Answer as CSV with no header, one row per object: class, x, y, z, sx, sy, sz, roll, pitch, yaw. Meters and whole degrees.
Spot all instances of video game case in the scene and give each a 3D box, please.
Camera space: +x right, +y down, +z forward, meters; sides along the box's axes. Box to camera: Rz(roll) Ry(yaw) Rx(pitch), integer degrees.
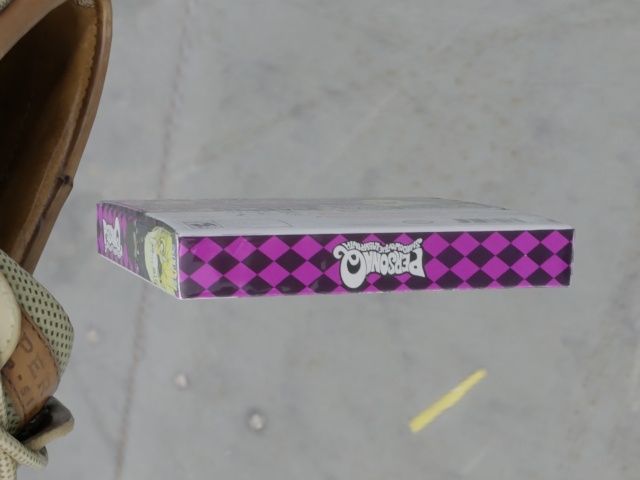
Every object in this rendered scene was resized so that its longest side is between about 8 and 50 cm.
video game case,0.000,0.000,0.917,0.210,0.232,0.041,-162,72,-69

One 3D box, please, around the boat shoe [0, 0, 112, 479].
boat shoe,-0.130,0.026,0.418,0.120,0.324,0.122,2,145,7
